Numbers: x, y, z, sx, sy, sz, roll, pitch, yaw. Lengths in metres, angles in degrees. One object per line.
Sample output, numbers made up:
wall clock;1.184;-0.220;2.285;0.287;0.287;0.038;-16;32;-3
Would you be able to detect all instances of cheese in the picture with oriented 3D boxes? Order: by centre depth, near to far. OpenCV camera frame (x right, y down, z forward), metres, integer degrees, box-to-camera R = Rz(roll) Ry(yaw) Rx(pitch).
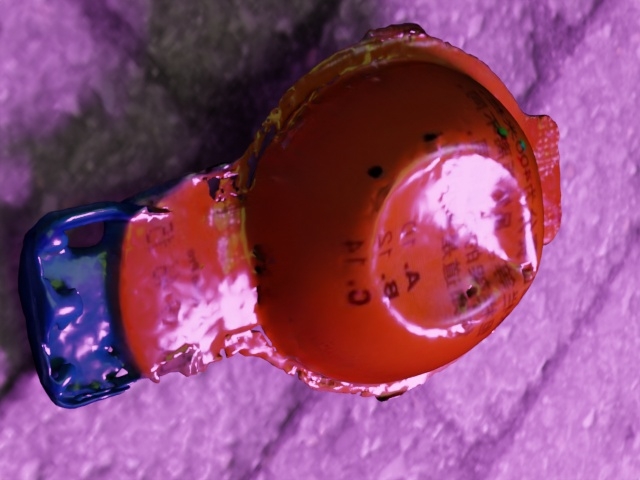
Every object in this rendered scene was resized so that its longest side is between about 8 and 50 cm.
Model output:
cheese;0.000;0.000;0.769;0.329;0.129;0.217;-17;112;-25
